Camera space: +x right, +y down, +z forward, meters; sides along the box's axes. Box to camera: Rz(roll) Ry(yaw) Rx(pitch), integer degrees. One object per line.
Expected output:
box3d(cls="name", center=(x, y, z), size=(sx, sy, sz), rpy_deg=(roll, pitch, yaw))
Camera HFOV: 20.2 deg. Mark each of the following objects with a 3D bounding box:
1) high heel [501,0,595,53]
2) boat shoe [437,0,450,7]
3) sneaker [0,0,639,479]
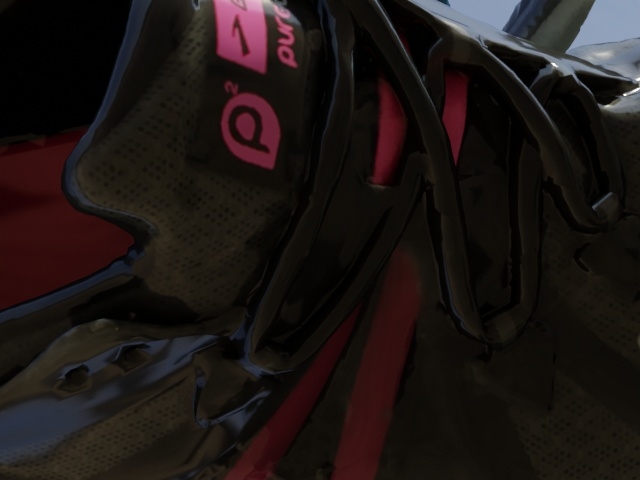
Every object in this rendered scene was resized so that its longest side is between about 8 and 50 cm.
box3d(cls="high heel", center=(0.246, -0.124, 0.944), size=(0.261, 0.093, 0.186), rpy_deg=(19, -46, -11))
box3d(cls="boat shoe", center=(0.017, -0.058, 0.898), size=(0.109, 0.089, 0.258), rpy_deg=(-38, -55, -34))
box3d(cls="sneaker", center=(0.000, 0.000, 0.550), size=(0.483, 0.185, 0.202), rpy_deg=(-10, -30, -8))
